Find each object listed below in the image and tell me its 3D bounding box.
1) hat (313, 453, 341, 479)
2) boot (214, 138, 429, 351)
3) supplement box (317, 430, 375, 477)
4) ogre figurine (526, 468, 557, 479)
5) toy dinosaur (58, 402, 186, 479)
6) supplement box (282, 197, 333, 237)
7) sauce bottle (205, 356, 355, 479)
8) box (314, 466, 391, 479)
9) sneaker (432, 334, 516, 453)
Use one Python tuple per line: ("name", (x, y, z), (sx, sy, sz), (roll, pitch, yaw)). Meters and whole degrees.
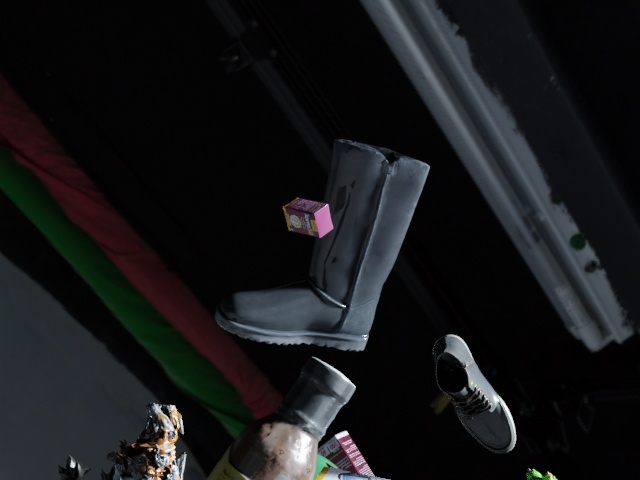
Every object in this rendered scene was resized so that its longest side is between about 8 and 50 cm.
("hat", (0.053, 0.485, 1.301), (0.184, 0.208, 0.172), (-8, -57, 1))
("boot", (0.002, 0.000, 1.380), (0.367, 0.146, 0.444), (9, -69, -25))
("supplement box", (0.078, 0.678, 1.830), (0.130, 0.073, 0.239), (-44, -112, 20))
("ogre figurine", (0.596, 0.680, 1.719), (0.097, 0.197, 0.118), (-37, -90, 28))
("toy dinosaur", (-0.326, 0.456, 1.160), (0.164, 0.321, 0.218), (-27, -33, 25))
("supplement box", (-0.024, -0.043, 1.228), (0.083, 0.043, 0.054), (13, -53, 40))
("sauce bottle", (-0.080, 0.300, 0.776), (0.111, 0.344, 0.111), (35, -14, 10))
("box", (0.060, 0.413, 1.079), (0.136, 0.081, 0.028), (8, -87, 15))
("sneaker", (0.249, 0.271, 1.081), (0.083, 0.118, 0.222), (-33, -94, 15))
